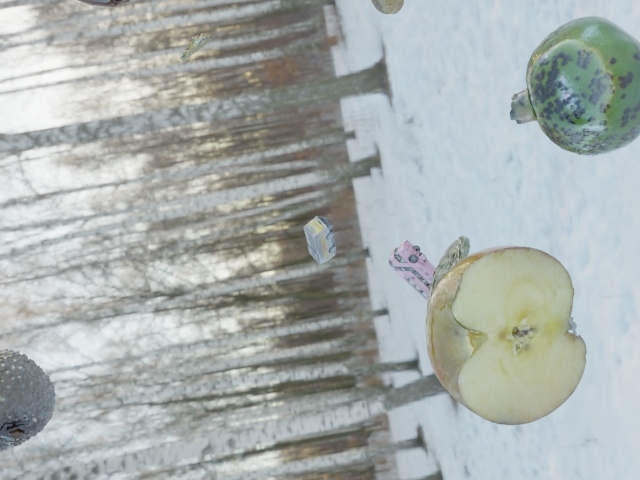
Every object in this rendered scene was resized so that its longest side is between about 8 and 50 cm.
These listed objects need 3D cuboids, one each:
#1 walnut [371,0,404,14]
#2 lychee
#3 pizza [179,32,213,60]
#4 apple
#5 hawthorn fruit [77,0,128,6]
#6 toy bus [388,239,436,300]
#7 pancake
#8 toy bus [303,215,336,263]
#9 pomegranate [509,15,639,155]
[{"bbox_3d":[0.185,-0.685,2.146,0.124,0.105,0.105,55,-167,-31],"label":"walnut"},{"bbox_3d":[-0.871,0.431,2.091,0.300,0.300,0.300,171,90,-89],"label":"lychee"},{"bbox_3d":[-0.234,-0.383,1.482,0.025,0.083,0.078,50,151,-9],"label":"pizza"},{"bbox_3d":[0.299,0.148,1.320,0.163,0.251,0.293,-165,70,-70],"label":"apple"},{"bbox_3d":[-0.629,-0.802,2.138,0.325,0.308,0.308,23,-138,-35],"label":"hawthorn fruit"},{"bbox_3d":[0.282,0.092,2.170,0.203,0.090,0.063,44,-147,-11],"label":"toy bus"},{"bbox_3d":[0.292,0.101,1.745,0.236,0.042,0.222,-86,14,-65],"label":"pancake"},{"bbox_3d":[0.000,0.000,2.137,0.057,0.072,0.172,47,165,27],"label":"toy bus"},{"bbox_3d":[0.484,-0.282,1.435,0.254,0.271,0.254,28,-122,-56],"label":"pomegranate"}]
